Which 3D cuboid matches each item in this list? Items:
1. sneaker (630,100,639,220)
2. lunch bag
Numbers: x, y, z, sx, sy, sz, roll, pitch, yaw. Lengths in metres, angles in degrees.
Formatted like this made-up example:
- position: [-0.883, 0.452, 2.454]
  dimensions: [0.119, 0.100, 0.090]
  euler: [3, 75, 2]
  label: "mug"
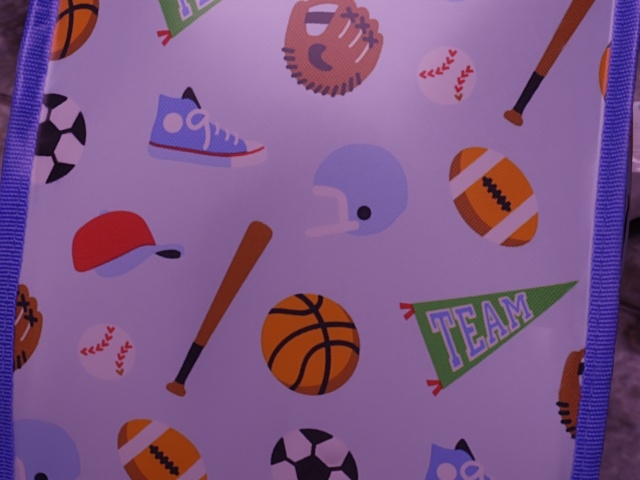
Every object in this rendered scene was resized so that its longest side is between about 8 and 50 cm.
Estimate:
- position: [0.223, -0.053, 1.066]
  dimensions: [0.212, 0.080, 0.094]
  euler: [1, 38, 7]
  label: "sneaker"
- position: [0.000, 0.000, 0.922]
  dimensions: [0.328, 0.239, 0.385]
  euler: [4, 79, 6]
  label: "lunch bag"
